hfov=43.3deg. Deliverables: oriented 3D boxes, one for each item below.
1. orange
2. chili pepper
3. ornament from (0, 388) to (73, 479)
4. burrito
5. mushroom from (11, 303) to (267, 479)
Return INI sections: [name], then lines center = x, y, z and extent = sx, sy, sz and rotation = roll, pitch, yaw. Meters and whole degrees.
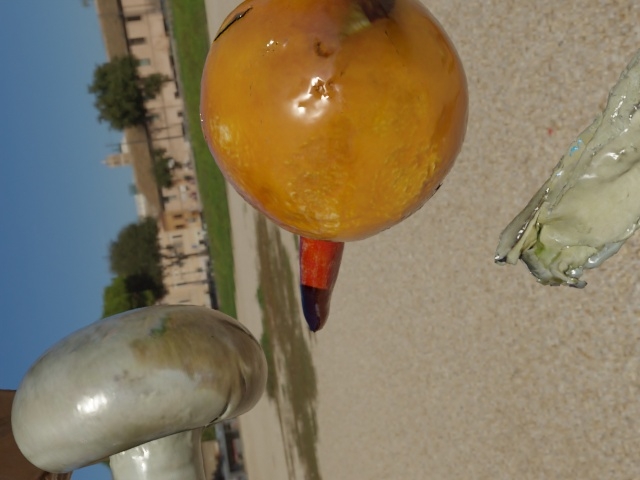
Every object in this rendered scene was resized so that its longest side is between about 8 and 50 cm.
[orange]
center = 0.013, -0.124, 0.732
extent = 0.246, 0.246, 0.246
rotation = 172, 90, -82
[chili pepper]
center = 0.000, 0.000, 1.009
extent = 0.071, 0.063, 0.272
rotation = -34, -50, -60
[ornament]
center = -0.371, 0.296, 0.873
extent = 0.221, 0.235, 0.218
rotation = -9, -64, -56
[burrito]
center = 0.183, -0.067, 0.441
extent = 0.063, 0.058, 0.229
rotation = 44, 110, 26
[mushroom]
center = -0.157, 0.181, 0.767
extent = 0.243, 0.243, 0.244
rotation = 172, 90, -82
